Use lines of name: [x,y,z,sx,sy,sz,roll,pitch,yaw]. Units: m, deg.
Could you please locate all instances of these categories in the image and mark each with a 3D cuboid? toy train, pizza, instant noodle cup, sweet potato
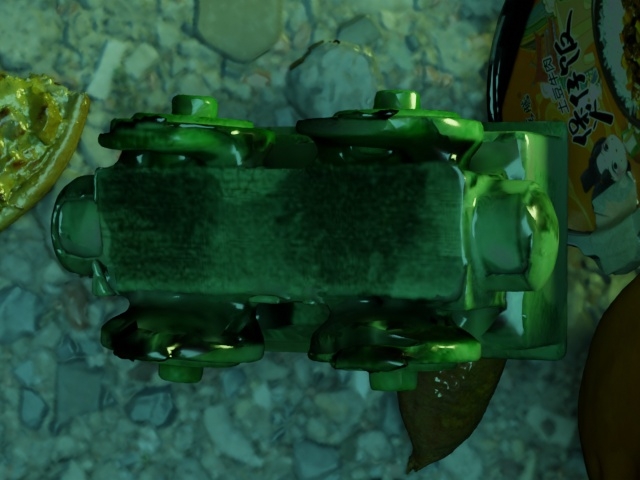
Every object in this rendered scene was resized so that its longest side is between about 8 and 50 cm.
toy train: [0.000,0.000,0.858,0.266,0.202,0.145,1,90,21]
pizza: [-0.203,-0.061,0.962,0.108,0.026,0.123,39,88,-2]
instant noodle cup: [0.193,-0.085,0.927,0.125,0.177,0.208,-1,88,-31]
sweet potato: [0.090,0.033,0.967,0.068,0.068,0.226,17,88,-4]

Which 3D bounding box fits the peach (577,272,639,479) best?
peach: [0.315,0.097,0.858,0.343,0.343,0.301,-35,76,-4]
